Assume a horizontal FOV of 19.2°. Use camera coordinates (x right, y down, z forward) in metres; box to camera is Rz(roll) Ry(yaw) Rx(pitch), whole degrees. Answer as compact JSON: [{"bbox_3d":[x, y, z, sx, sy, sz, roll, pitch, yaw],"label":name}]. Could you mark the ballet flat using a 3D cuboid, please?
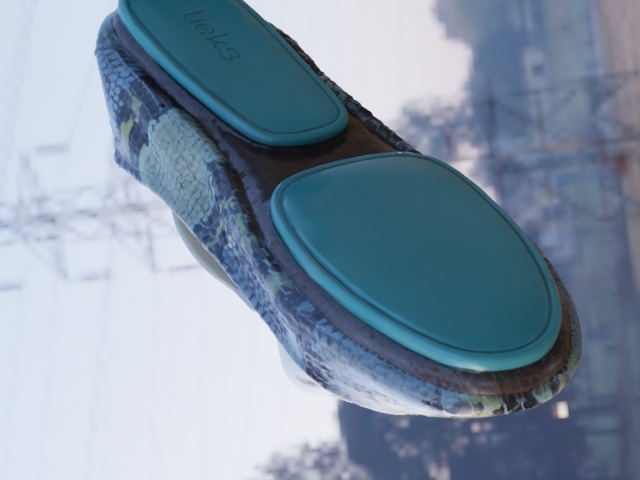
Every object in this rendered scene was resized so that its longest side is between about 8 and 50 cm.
[{"bbox_3d":[0.000,0.000,0.467,0.188,0.070,0.070,51,161,46],"label":"ballet flat"}]
